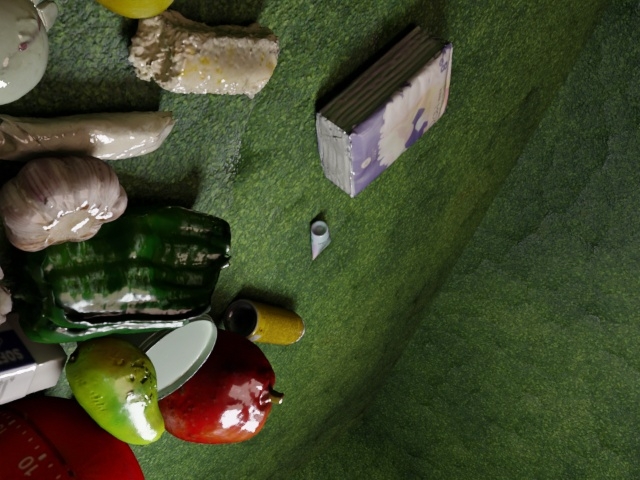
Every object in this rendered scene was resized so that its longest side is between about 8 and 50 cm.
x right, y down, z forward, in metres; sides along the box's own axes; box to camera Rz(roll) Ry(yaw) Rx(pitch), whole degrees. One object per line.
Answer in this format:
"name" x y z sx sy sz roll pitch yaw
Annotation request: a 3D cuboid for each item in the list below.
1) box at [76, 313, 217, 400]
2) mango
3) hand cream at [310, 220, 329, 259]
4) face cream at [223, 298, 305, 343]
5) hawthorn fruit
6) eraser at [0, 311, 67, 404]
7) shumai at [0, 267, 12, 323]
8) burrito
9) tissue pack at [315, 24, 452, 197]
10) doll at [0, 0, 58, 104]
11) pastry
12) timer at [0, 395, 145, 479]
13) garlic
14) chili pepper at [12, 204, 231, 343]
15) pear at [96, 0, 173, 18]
"box" -0.336 0.194 1.169 0.226 0.149 0.226 -39 154 -23
"mango" -0.329 0.251 0.990 0.125 0.111 0.233 -27 122 0
"hand cream" 0.000 0.000 1.601 0.076 0.047 0.174 -45 164 -12
"face cream" -0.132 0.229 1.617 0.105 0.105 0.349 -52 155 4
"hawthorn fruit" -0.228 0.340 1.359 0.265 0.307 0.265 12 90 -70
"eraser" -0.530 0.188 0.858 0.279 0.124 0.081 -9 134 -55
"shumai" -0.511 0.061 0.735 0.184 0.218 0.185 -37 -163 -4
"burrito" -0.319 -0.147 0.821 0.275 0.059 0.082 -15 152 -52
"tissue pack" 0.150 -0.288 1.336 0.344 0.125 0.242 -43 155 -17
"doll" -0.378 -0.177 0.611 0.275 0.113 0.155 -41 151 -18
"pastry" -0.161 -0.277 0.881 0.258 0.089 0.121 -14 125 -57
"timer" -0.472 0.460 1.036 0.279 0.378 0.378 -30 149 -44
"garlic" -0.347 -0.055 0.788 0.159 0.102 0.147 -30 160 -15
"chili pepper" -0.314 0.054 0.982 0.167 0.213 0.385 -13 179 44
"pear" -0.194 -0.343 0.610 0.200 0.200 0.200 -39 153 -24
